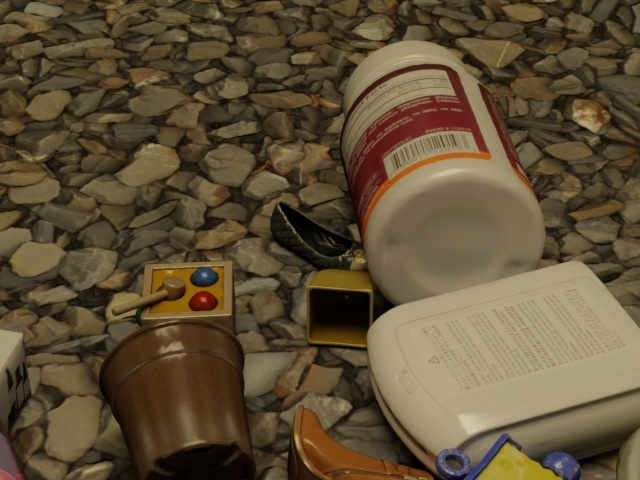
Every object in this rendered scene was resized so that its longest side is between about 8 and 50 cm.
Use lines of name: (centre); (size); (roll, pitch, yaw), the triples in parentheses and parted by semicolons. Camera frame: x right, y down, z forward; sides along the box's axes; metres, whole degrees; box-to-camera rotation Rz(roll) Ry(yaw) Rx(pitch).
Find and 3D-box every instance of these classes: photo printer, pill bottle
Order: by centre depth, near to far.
photo printer: (0.217, 0.154, 1.763); (0.307, 0.107, 0.256); (-14, 38, -15)
pill bottle: (0.143, -0.093, 1.997); (0.224, 0.224, 0.392); (-4, 33, -4)

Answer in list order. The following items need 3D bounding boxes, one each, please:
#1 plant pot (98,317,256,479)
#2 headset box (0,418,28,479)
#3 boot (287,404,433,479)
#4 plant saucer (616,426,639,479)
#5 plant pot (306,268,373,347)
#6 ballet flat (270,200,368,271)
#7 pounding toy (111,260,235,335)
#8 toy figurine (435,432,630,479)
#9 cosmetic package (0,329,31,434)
plant pot: (-0.149, 0.201, 1.681); (0.167, 0.167, 0.165); (-9, 44, -10)
headset box: (-0.398, 0.275, 1.512); (0.218, 0.110, 0.293); (-20, 71, -24)
boot: (0.045, 0.253, 1.677); (0.152, 0.073, 0.197); (-1, 36, -10)
plant saucer: (0.376, 0.353, 1.380); (0.400, 0.100, 0.400); (35, 33, -26)
plant pot: (0.029, 0.076, 1.904); (0.081, 0.081, 0.083); (4, 27, 8)
ballet flat: (0.000, 0.000, 2.027); (0.173, 0.049, 0.057); (24, 44, 30)
pounding toy: (-0.177, 0.082, 1.879); (0.141, 0.100, 0.130); (-2, 36, -1)
toy figurine: (0.229, 0.237, 1.567); (0.217, 0.191, 0.362); (24, 43, 24)
cosmetic package: (-0.397, 0.210, 1.716); (0.060, 0.099, 0.239); (7, 38, 12)
